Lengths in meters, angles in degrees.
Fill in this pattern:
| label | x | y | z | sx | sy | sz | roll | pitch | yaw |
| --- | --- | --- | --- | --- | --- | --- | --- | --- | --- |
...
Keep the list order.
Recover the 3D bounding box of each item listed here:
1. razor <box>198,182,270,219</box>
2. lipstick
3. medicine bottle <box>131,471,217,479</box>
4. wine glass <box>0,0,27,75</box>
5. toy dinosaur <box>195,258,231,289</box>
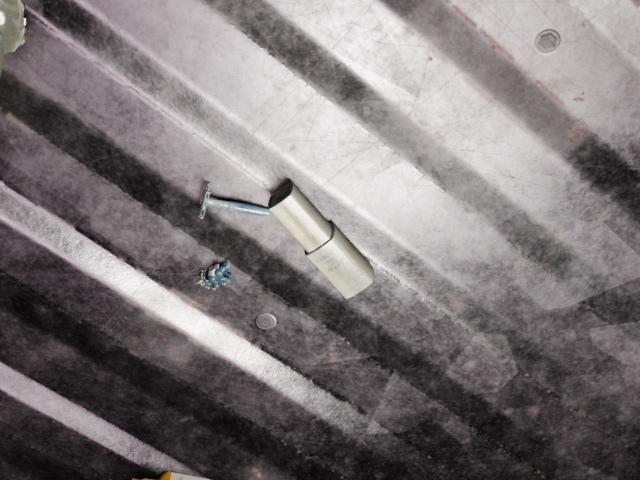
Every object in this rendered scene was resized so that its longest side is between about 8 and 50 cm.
| label | x | y | z | sx | sy | sz | roll | pitch | yaw |
| --- | --- | --- | --- | --- | --- | --- | --- | --- | --- |
| razor | -0.163 | -0.066 | 1.619 | 0.135 | 0.040 | 0.068 | 10 | 122 | -14 |
| lipstick | 0.000 | 0.000 | 1.629 | 0.079 | 0.077 | 0.253 | -34 | 116 | 19 |
| medicine bottle | -0.353 | 0.642 | 2.007 | 0.222 | 0.112 | 0.149 | 13 | 121 | -8 |
| wine glass | -0.601 | -0.313 | 1.296 | 0.238 | 0.323 | 0.238 | 0 | 119 | 0 |
| toy dinosaur | -0.214 | 0.070 | 1.701 | 0.083 | 0.030 | 0.047 | -26 | 120 | 15 |
